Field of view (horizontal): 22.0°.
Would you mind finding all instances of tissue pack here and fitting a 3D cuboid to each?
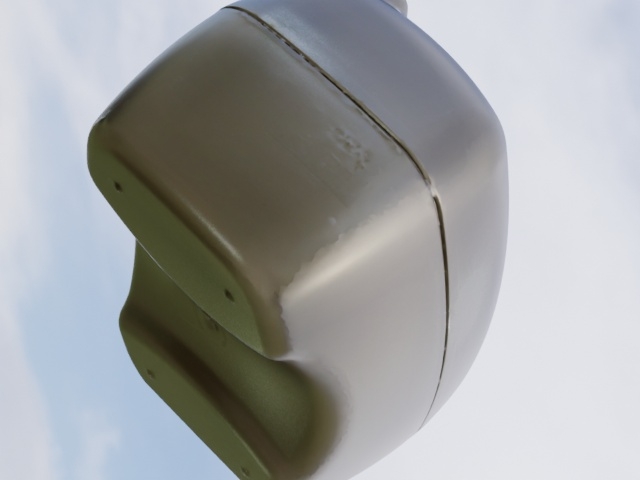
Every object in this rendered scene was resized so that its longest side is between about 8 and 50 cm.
[{"bbox_3d":[0.000,0.000,1.251,0.267,0.277,0.387,45,-23,27],"label":"tissue pack"}]
